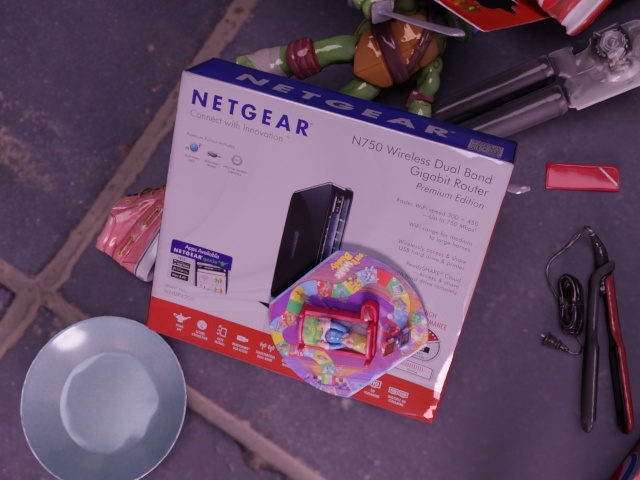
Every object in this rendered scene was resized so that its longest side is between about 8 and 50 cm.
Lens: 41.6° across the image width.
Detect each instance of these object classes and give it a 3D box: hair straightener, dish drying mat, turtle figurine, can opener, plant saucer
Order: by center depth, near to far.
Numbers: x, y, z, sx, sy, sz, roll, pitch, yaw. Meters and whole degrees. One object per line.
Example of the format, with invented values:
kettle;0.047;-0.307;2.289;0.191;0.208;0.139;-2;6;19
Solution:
turtle figurine;0.052;-0.169;0.906;0.266;0.198;0.275;-18;62;19
hair straightener;0.289;0.096;0.929;0.089;0.047;0.230;-1;77;5
plant saucer;-0.245;0.185;0.969;0.195;0.037;0.195;-1;78;5
dish drying mat;0.307;-0.075;0.986;0.083;0.008;0.032;4;79;6
can opener;0.259;-0.168;0.987;0.283;0.095;0.076;-21;76;14

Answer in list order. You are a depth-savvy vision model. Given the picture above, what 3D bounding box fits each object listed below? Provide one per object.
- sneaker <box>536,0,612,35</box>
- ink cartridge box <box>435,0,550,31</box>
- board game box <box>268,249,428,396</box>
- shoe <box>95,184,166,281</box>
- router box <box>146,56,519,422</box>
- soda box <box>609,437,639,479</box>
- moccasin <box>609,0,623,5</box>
sneaker;0.306;-0.343;0.905;0.128;0.087;0.221;43;103;5
ink cartridge box;0.099;-0.382;0.932;0.385;0.308;0.091;40;122;14
board game box;0.021;0.092;0.849;0.168;0.033;0.133;-38;97;26
shoe;-0.191;-0.045;1.001;0.081;0.063;0.178;32;87;7
router box;0.000;0.000;0.884;0.335;0.082;0.301;17;115;10
soda box;0.371;0.240;0.870;0.092;0.083;0.263;38;83;12
moccasin;0.290;-0.465;1.009;0.147;0.139;0.380;-38;77;-4
